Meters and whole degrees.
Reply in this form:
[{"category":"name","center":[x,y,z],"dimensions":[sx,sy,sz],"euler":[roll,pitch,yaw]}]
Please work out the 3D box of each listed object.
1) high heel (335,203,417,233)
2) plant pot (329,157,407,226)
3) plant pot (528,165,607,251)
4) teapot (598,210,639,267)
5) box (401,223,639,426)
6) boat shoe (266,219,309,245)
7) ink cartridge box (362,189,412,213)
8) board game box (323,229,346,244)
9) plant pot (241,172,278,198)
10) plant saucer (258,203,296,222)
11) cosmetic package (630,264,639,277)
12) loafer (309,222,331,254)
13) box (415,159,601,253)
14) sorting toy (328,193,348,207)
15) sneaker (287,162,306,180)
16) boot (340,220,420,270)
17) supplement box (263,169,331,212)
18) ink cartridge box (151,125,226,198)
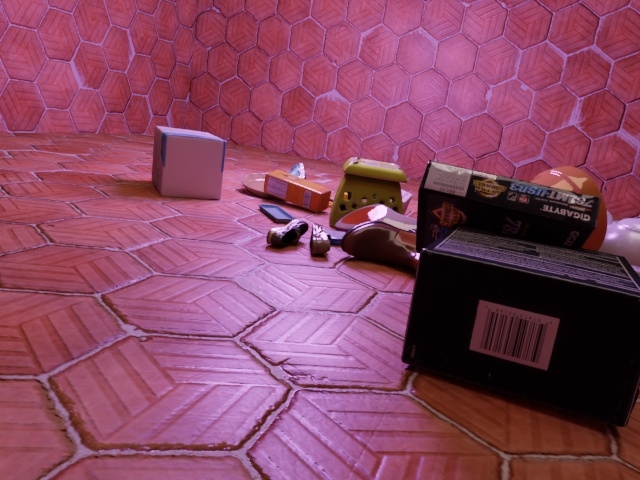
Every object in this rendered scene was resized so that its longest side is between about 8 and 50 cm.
[{"category":"high heel","center":[0.223,-0.003,1.468],"dimensions":[0.377,0.181,0.127],"euler":[0,40,36]},{"category":"plant pot","center":[0.156,-0.147,1.672],"dimensions":[0.227,0.207,0.228],"euler":[10,15,1]},{"category":"plant pot","center":[0.666,-0.064,1.573],"dimensions":[0.203,0.291,0.291],"euler":[-12,19,-14]},{"category":"teapot","center":[0.950,0.009,1.590],"dimensions":[0.256,0.187,0.252],"euler":[10,13,7]},{"category":"box","center":[0.312,0.102,0.810],"dimensions":[0.296,0.183,0.294],"euler":[13,14,21]},{"category":"boat shoe","center":[-0.073,-0.014,1.320],"dimensions":[0.049,0.056,0.152],"euler":[23,28,29]},{"category":"ink cartridge box","center":[0.223,-0.158,1.913],"dimensions":[0.190,0.082,0.139],"euler":[25,24,13]},{"category":"board game box","center":[0.033,-0.008,1.421],"dimensions":[0.090,0.020,0.090],"euler":[6,15,-13]},{"category":"plant pot","center":[-0.184,-0.203,1.987],"dimensions":[0.236,0.032,0.236],"euler":[9,24,-4]},{"category":"plant saucer","center":[-0.136,-0.084,1.624],"dimensions":[0.067,0.018,0.192],"euler":[3,14,-24]},{"category":"cosmetic package","center":[0.643,0.088,1.265],"dimensions":[0.239,0.099,0.060],"euler":[16,18,27]},{"category":"loafer","center":[0.000,0.000,1.306],"dimensions":[0.050,0.056,0.148],"euler":[9,24,-4]},{"category":"box","center":[0.336,-0.021,1.016],"dimensions":[0.293,0.073,0.295],"euler":[17,-21,15]},{"category":"sorting toy","center":[0.148,-0.149,2.005],"dimensions":[0.347,0.047,0.196],"euler":[-2,18,-37]},{"category":"sneaker","center":[-0.118,-0.265,2.207],"dimensions":[0.109,0.107,0.275],"euler":[-2,14,-4]},{"category":"boot","center":[0.207,0.056,1.209],"dimensions":[0.264,0.096,0.280],"euler":[10,20,-23]},{"category":"supplement box","center":[-0.083,-0.174,1.829],"dimensions":[0.233,0.080,0.078],"euler":[25,28,24]},{"category":"ink cartridge box","center":[-0.454,-0.268,1.785],"dimensions":[0.197,0.198,0.270],"euler":[2,16,-25]}]
